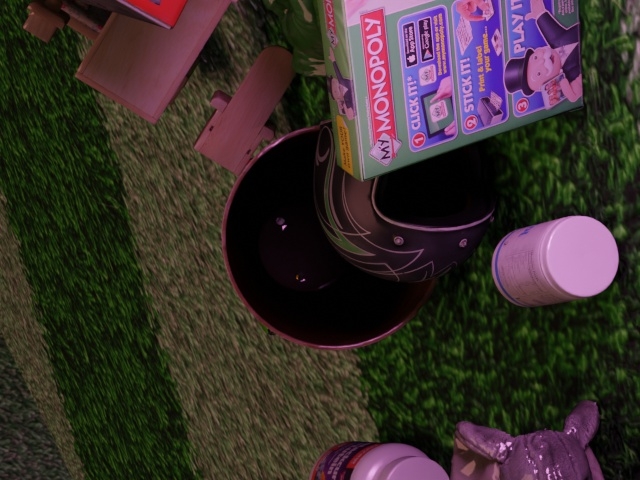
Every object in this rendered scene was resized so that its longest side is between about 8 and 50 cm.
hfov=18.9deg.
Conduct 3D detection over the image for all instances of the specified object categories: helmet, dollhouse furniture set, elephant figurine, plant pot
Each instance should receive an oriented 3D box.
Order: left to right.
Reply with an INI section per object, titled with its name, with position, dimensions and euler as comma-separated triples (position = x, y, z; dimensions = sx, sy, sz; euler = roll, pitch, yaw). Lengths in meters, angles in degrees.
[dollhouse furniture set]
position = -0.161, -0.256, 2.229
dimensions = 0.303, 0.174, 0.355
euler = 32, -167, -7
[plant pot]
position = 0.000, 0.000, 1.937
dimensions = 0.230, 0.215, 0.215
euler = 167, 85, -83
[helmet]
position = 0.075, -0.042, 1.746
dimensions = 0.169, 0.169, 0.162
euler = 176, 82, -68
[elephant figurine]
position = 0.194, 0.215, 1.688
dimensions = 0.186, 0.169, 0.239
euler = 35, 146, 21

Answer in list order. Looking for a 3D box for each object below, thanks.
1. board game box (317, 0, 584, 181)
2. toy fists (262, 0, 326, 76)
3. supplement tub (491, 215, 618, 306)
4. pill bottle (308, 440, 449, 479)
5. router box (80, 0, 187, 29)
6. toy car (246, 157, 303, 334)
[board game box]
position = 0.097, -0.223, 1.469
dimensions = 0.046, 0.213, 0.317
euler = 38, 141, 54
[toy fists]
position = 0.026, -0.219, 1.802
dimensions = 0.279, 0.096, 0.142
euler = 27, 131, 62
[supplement tub]
position = 0.196, 0.019, 1.620
dimensions = 0.107, 0.071, 0.071
euler = -18, 91, 67
[pill bottle]
position = 0.067, 0.273, 2.084
dimensions = 0.193, 0.108, 0.108
euler = -13, 95, 68
[router box]
position = -0.174, -0.380, 1.926
dimensions = 0.301, 0.082, 0.335
euler = -63, 29, 0
[toy car]
position = -0.032, 0.039, 2.207
dimensions = 0.239, 0.053, 0.225
euler = 64, 158, 18
